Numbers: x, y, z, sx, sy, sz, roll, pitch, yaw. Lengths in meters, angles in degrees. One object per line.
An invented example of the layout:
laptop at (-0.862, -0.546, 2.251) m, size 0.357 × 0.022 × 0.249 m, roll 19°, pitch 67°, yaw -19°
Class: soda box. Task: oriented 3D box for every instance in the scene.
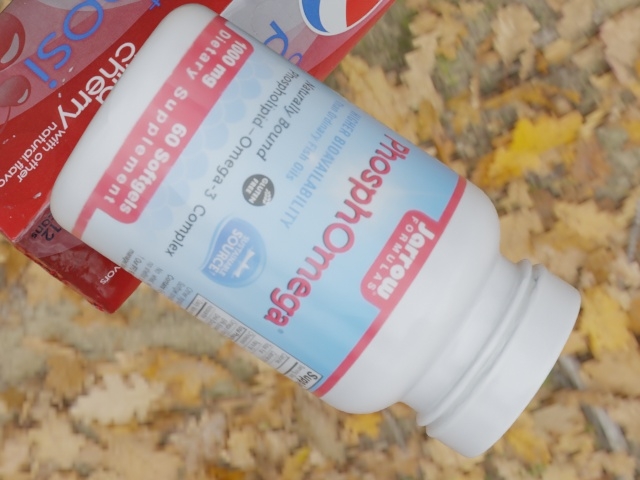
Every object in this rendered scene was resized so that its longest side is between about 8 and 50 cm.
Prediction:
soda box at (-0.042, -0.102, 0.712) m, size 0.263 × 0.092 × 0.083 m, roll -48°, pitch 148°, yaw -2°

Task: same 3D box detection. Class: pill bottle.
pill bottle at (0.000, 0.000, 0.560) m, size 0.160 × 0.087 × 0.087 m, roll 33°, pitch 113°, yaw -3°
